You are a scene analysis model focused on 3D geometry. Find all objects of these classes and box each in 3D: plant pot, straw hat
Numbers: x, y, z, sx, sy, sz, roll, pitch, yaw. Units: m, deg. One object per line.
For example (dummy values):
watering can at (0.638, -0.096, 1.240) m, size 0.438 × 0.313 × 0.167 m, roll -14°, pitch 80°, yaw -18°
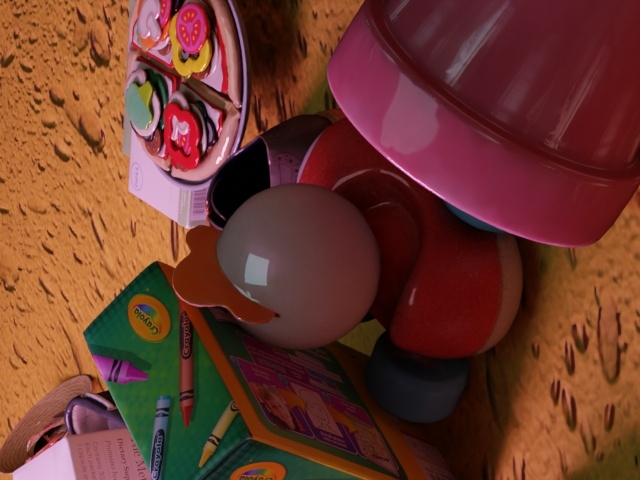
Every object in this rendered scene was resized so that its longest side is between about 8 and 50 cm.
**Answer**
plant pot at (0.133, -0.125, 1.099) m, size 0.180 × 0.201 × 0.201 m, roll -57°, pitch 45°, yaw 25°
straw hat at (-0.269, 0.212, 1.925) m, size 0.061 × 0.144 × 0.144 m, roll 46°, pitch 156°, yaw -20°

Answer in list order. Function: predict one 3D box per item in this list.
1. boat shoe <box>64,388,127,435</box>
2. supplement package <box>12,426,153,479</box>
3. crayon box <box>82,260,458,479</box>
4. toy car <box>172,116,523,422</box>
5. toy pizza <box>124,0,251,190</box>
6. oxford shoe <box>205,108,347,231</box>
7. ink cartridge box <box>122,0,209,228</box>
boat shoe at (-0.142, 0.227, 1.691) m, size 0.302 × 0.091 × 0.114 m, roll 34°, pitch 123°, yaw 53°
supplement package at (-0.099, 0.216, 1.468) m, size 0.134 × 0.244 × 0.139 m, roll -35°, pitch 66°, yaw 56°
crayon box at (-0.023, 0.133, 1.300) m, size 0.081 × 0.278 × 0.165 m, roll -45°, pitch 50°, yaw 16°
toy car at (0.000, 0.000, 1.275) m, size 0.210 × 0.238 × 0.219 m, roll 56°, pitch 138°, yaw 39°
toy pizza at (-0.122, -0.141, 1.558) m, size 0.201 × 0.032 × 0.201 m, roll 15°, pitch 108°, yaw 54°
oxford shoe at (-0.061, -0.027, 1.508) m, size 0.271 × 0.098 × 0.097 m, roll -49°, pitch 54°, yaw 51°
ink cartridge box at (-0.148, -0.126, 1.686) m, size 0.235 × 0.056 × 0.171 m, roll 29°, pitch 120°, yaw 52°
